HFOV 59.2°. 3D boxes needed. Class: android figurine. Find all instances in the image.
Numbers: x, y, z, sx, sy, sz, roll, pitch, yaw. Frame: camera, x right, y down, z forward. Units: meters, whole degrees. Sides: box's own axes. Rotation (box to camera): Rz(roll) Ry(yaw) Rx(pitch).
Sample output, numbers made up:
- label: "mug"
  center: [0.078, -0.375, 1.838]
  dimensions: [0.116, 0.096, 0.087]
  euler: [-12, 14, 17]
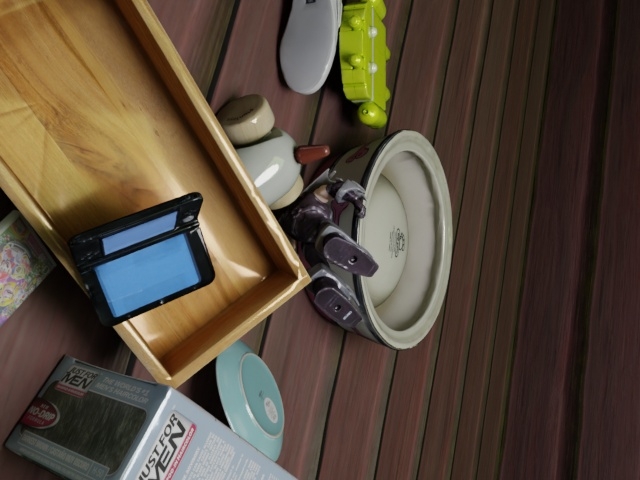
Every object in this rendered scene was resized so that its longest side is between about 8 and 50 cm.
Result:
- label: "android figurine"
  center: [0.089, -0.338, 1.050]
  dimensions: [0.273, 0.056, 0.249]
  euler: [-7, 97, -74]

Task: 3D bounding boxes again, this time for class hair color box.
- label: "hair color box"
  center: [-0.154, 0.287, 0.675]
  dimensions: [0.374, 0.185, 0.114]
  euler: [56, 49, -41]

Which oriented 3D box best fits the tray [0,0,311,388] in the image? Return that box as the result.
- label: "tray"
  center: [-0.194, -0.064, 0.575]
  dimensions: [0.202, 0.076, 0.411]
  euler: [-37, 114, -18]

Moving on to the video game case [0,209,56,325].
- label: "video game case"
  center: [-0.318, 0.041, 0.547]
  dimensions: [0.087, 0.011, 0.122]
  euler: [86, 27, -50]

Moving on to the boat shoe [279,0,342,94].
- label: "boat shoe"
  center: [-0.008, -0.370, 0.940]
  dimensions: [0.088, 0.096, 0.268]
  euler: [10, 79, -68]

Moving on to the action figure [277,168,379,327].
- label: "action figure"
  center: [0.000, 0.000, 0.832]
  dimensions: [0.099, 0.285, 0.185]
  euler: [24, 108, -22]

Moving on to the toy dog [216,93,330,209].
- label: "toy dog"
  center: [-0.097, -0.049, 0.761]
  dimensions: [0.220, 0.160, 0.334]
  euler: [39, 61, -49]

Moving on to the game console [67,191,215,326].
- label: "game console"
  center: [-0.160, 0.020, 0.529]
  dimensions: [0.122, 0.107, 0.071]
  euler: [-24, 82, -24]

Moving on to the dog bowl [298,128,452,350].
- label: "dog bowl"
  center: [0.112, -0.002, 1.082]
  dimensions: [0.408, 0.150, 0.409]
  euler: [-3, 94, -56]

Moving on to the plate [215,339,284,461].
- label: "plate"
  center: [-0.092, 0.227, 0.819]
  dimensions: [0.188, 0.024, 0.188]
  euler: [60, 12, -21]
